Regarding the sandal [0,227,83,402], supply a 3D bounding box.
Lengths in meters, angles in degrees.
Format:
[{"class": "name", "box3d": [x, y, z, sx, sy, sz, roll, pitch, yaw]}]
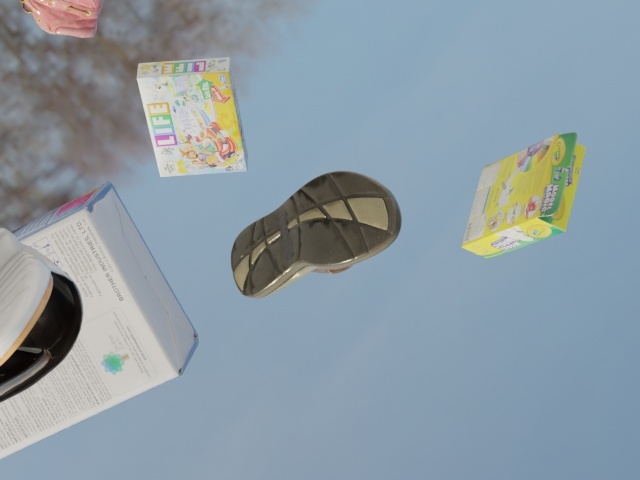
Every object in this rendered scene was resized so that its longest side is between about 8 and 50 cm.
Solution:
[{"class": "sandal", "box3d": [-0.187, 0.057, 1.031, 0.102, 0.076, 0.265, -54, -163, -7]}]

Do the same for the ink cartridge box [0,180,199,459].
[{"class": "ink cartridge box", "box3d": [-0.409, 0.130, 2.358, 0.395, 0.270, 0.151, -26, -170, 13]}]

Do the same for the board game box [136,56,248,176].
[{"class": "board game box", "box3d": [-0.143, -0.138, 1.915, 0.103, 0.154, 0.026, -4, -133, 5]}]

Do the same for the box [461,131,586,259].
[{"class": "box", "box3d": [0.226, -0.049, 1.836, 0.179, 0.043, 0.105, -26, -137, 63]}]

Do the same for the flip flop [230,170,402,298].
[{"class": "flip flop", "box3d": [0.000, 0.000, 1.954, 0.277, 0.080, 0.112, -29, -117, 46]}]

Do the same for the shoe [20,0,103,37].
[{"class": "shoe", "box3d": [-0.347, -0.300, 2.030, 0.063, 0.178, 0.081, -75, 180, -57]}]
